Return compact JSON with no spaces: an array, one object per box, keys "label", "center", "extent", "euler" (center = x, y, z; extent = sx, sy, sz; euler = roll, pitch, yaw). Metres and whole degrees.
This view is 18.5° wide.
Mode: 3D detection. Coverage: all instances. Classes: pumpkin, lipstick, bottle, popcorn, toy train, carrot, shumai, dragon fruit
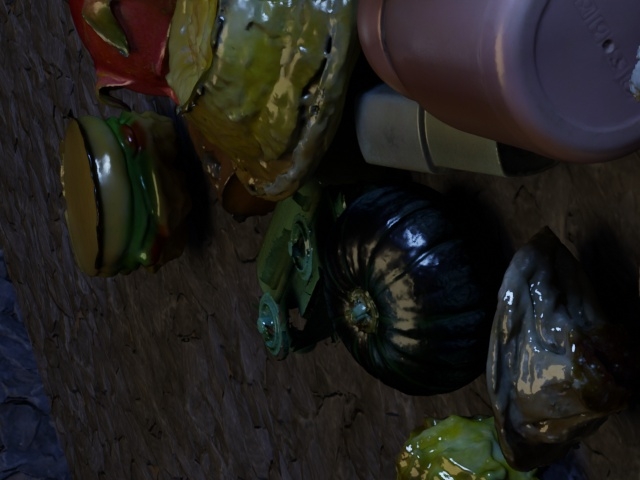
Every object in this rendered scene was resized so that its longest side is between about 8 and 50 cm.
[{"label":"pumpkin","center":[0.082,0.047,1.813],"extent":[0.202,0.140,0.202],"euler":[31,129,48]},{"label":"lipstick","center":[0.119,-0.099,1.720],"extent":[0.253,0.079,0.077],"euler":[12,115,64]},{"label":"bottle","center":[0.149,-0.176,1.499],"extent":[0.297,0.173,0.206],"euler":[23,94,65]},{"label":"popcorn","center":[0.144,0.230,1.792],"extent":[0.173,0.142,0.173],"euler":[164,90,-71]},{"label":"toy train","center":[-0.008,0.000,2.025],"extent":[0.189,0.126,0.307],"euler":[65,157,23]},{"label":"carrot","center":[-0.111,-0.141,2.248],"extent":[0.102,0.102,0.263],"euler":[98,154,-45]},{"label":"shumai","center":[0.209,0.089,1.579],"extent":[0.120,0.201,0.201],"euler":[2,113,24]},{"label":"dragon fruit","center":[-0.164,-0.255,2.124],"extent":[0.224,0.224,0.227],"euler":[19,132,64]}]

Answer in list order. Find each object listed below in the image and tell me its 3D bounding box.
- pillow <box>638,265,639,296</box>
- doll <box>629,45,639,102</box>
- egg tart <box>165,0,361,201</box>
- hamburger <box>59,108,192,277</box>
[{"label":"pillow","center":[0.294,0.130,1.470],"extent":[0.173,0.067,0.270],"euler":[-142,41,-64]},{"label":"doll","center":[0.269,-0.160,1.279],"extent":[0.115,0.105,0.221],"euler":[20,132,18]},{"label":"egg tart","center":[-0.064,-0.214,1.893],"extent":[0.345,0.132,0.345],"euler":[-171,90,-71]},{"label":"hamburger","center":[-0.243,-0.058,2.523],"extent":[0.237,0.149,0.237],"euler":[173,90,-70]}]
